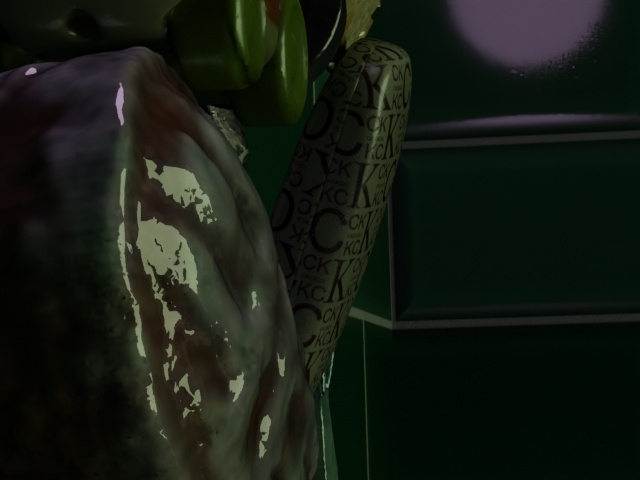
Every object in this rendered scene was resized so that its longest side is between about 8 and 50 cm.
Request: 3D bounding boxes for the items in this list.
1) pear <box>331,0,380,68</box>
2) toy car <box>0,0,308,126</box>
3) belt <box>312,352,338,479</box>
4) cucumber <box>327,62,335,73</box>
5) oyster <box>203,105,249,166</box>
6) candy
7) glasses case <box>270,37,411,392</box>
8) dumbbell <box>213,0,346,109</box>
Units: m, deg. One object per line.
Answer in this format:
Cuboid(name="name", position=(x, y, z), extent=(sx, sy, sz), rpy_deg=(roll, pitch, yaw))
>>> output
Cuboid(name="pear", position=(0.009, -0.355, 1.359), extent=(0.340, 0.191, 0.386), rpy_deg=(30, 84, -85))
Cuboid(name="toy car", position=(-0.092, -0.170, 0.821), extent=(0.235, 0.145, 0.235), rpy_deg=(-1, 90, -81))
Cuboid(name="belt", position=(-0.017, 0.200, 1.571), extent=(0.087, 0.072, 0.302), rpy_deg=(-45, 132, -77))
Cuboid(name="cucumber", position=(-0.025, -0.318, 1.587), extent=(0.145, 0.105, 0.325), rpy_deg=(178, -90, -71))
Cuboid(name="oyster", position=(-0.078, -0.089, 1.324), extent=(0.098, 0.037, 0.100), rpy_deg=(78, 12, -55))
Cuboid(name="candy", position=(-0.092, 0.050, 0.729), extent=(0.289, 0.157, 0.214), rpy_deg=(72, 12, -46))
Cuboid(name="glasses case", position=(0.000, 0.000, 1.390), extent=(0.137, 0.085, 0.354), rpy_deg=(-28, 137, -78))
Cuboid(name="dumbbell", position=(-0.063, -0.183, 1.066), extent=(0.325, 0.143, 0.143), rpy_deg=(66, 23, -70))
